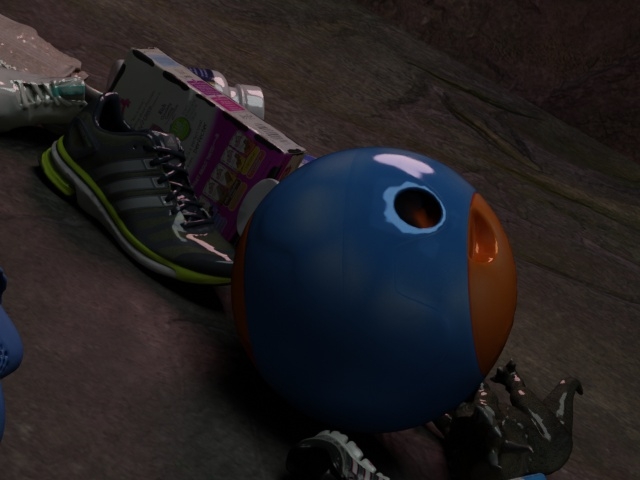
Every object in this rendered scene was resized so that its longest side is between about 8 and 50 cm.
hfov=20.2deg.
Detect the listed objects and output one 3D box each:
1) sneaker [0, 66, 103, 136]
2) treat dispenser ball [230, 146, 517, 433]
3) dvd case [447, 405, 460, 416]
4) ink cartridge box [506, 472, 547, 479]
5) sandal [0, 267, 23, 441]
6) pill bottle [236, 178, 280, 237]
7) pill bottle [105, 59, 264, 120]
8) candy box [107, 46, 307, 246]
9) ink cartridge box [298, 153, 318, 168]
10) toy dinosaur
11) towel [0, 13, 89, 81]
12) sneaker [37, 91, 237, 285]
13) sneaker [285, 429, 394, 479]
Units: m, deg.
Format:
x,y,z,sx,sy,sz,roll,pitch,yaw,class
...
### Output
x,y,z,sx,sy,sz,roll,pitch,yaw,class
-0.322,-0.169,2.104,0.094,0.080,0.212,-12,-7,33,sneaker
0.053,0.049,1.807,0.288,0.288,0.288,27,18,-9,treat dispenser ball
0.077,0.098,2.073,0.221,0.018,0.164,29,38,-2,dvd case
0.153,0.289,1.572,0.191,0.082,0.139,0,61,-55,ink cartridge box
-0.298,0.078,1.464,0.138,0.126,0.317,23,20,-33,sandal
0.000,0.000,1.996,0.184,0.103,0.103,27,16,-34,pill bottle
-0.171,-0.162,2.249,0.187,0.112,0.112,5,25,-17,pill bottle
-0.154,-0.100,2.104,0.233,0.159,0.071,35,17,15,candy box
-0.026,-0.037,2.287,0.186,0.065,0.311,16,24,-30,ink cartridge box
0.203,0.208,1.949,0.313,0.121,0.160,11,37,-56,toy dinosaur
-0.432,-0.254,2.269,0.282,0.049,0.187,28,17,-5,towel
-0.183,-0.054,1.991,0.300,0.121,0.111,37,19,21,sneaker
0.030,0.235,1.643,0.075,0.063,0.170,2,31,-49,sneaker
